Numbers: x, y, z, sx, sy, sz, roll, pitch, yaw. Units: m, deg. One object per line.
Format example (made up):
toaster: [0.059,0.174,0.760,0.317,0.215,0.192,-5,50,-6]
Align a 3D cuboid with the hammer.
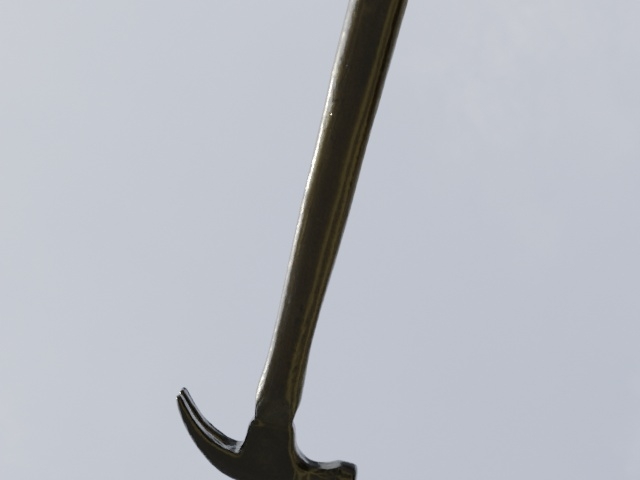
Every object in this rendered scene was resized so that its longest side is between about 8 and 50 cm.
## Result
hammer: [0.000,0.000,1.392,0.168,0.044,0.440,15,-82,-2]
